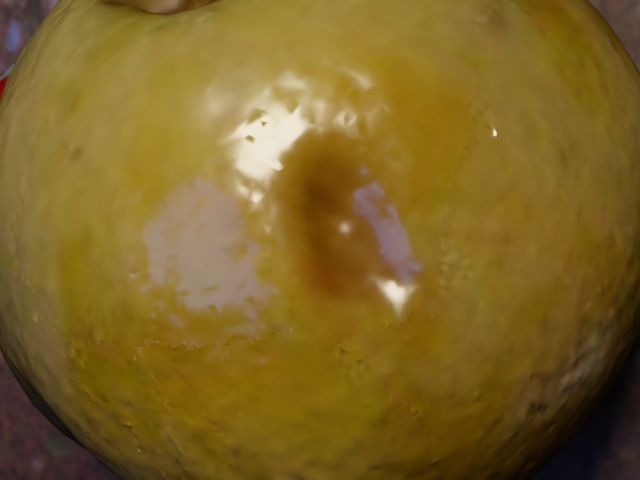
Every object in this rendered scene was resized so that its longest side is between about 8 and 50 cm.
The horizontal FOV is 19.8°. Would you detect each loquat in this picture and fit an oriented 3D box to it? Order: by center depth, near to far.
[{"bbox_3d":[-0.005,0.001,0.560,0.213,0.213,0.213,3,96,35],"label":"loquat"}]

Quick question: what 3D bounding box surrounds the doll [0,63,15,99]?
[{"bbox_3d":[-0.118,-0.043,0.732,0.114,0.039,0.057,-45,40,40],"label":"doll"}]
